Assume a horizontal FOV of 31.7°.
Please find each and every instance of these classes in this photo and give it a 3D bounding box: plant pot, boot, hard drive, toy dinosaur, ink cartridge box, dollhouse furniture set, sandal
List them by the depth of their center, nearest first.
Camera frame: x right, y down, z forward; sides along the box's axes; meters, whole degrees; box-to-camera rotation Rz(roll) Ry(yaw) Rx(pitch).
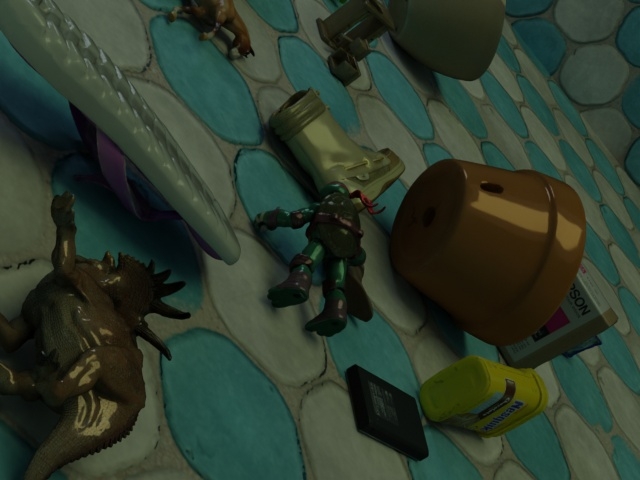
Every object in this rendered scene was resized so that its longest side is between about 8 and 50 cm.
[{"bbox_3d":[-0.199,0.097,0.994,0.200,0.127,0.295,40,33,-47],"label":"toy dinosaur"},{"bbox_3d":[-0.233,-0.113,1.219,0.416,0.102,0.169,52,7,-34],"label":"sandal"},{"bbox_3d":[0.089,0.227,1.484,0.135,0.022,0.094,34,32,-41],"label":"hard drive"},{"bbox_3d":[0.045,0.054,1.599,0.118,0.042,0.087,56,22,-2],"label":"boot"},{"bbox_3d":[0.025,-0.150,1.758,0.203,0.095,0.262,53,28,-4],"label":"boot"},{"bbox_3d":[0.247,0.000,1.793,0.203,0.291,0.291,23,37,-25],"label":"plant pot"},{"bbox_3d":[0.374,0.092,1.981,0.234,0.193,0.088,59,24,8],"label":"ink cartridge box"},{"bbox_3d":[0.105,-0.386,2.092,0.101,0.182,0.161,33,32,-42],"label":"dollhouse furniture set"},{"bbox_3d":[0.257,-0.500,2.475,0.191,0.284,0.284,3,48,-18],"label":"plant pot"}]

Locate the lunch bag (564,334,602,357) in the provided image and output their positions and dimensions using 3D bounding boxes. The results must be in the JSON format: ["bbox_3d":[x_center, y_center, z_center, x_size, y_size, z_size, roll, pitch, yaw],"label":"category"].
[{"bbox_3d":[0.483,0.141,2.246,0.151,0.096,0.128,45,25,-46],"label":"lunch bag"}]

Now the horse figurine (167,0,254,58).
[{"bbox_3d":[-0.192,-0.384,1.676,0.263,0.066,0.174,58,29,-1],"label":"horse figurine"}]

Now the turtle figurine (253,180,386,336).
[{"bbox_3d":[0.000,0.000,1.484,0.175,0.118,0.234,25,49,-18],"label":"turtle figurine"}]

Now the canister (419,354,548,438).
[{"bbox_3d":[0.236,0.227,1.639,0.170,0.126,0.073,22,41,-49],"label":"canister"}]

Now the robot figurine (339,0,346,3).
[{"bbox_3d":[0.035,-0.533,2.286,0.101,0.067,0.115,58,24,8],"label":"robot figurine"}]
